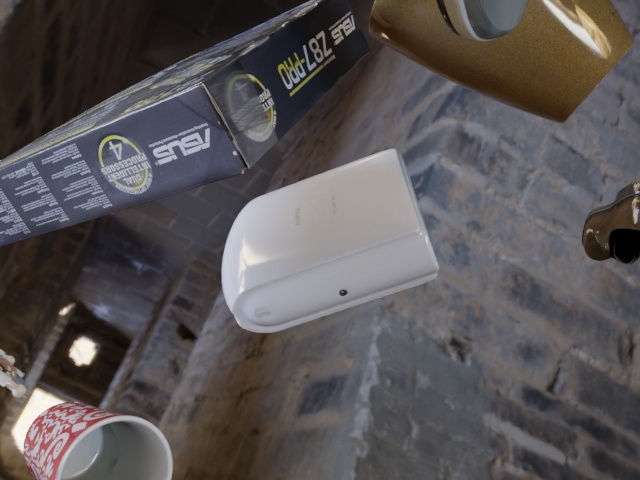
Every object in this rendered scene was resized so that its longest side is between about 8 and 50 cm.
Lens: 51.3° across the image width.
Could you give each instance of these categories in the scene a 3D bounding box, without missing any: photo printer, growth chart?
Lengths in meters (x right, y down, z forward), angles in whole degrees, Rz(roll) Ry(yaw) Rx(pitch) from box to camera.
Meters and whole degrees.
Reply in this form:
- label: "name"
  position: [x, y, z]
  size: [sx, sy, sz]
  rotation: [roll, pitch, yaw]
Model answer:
- label: "photo printer"
  position: [0.000, 0.000, 0.981]
  size: [0.307, 0.256, 0.107]
  rotation: [-19, 124, 10]
- label: "growth chart"
  position: [-0.454, 0.142, 0.879]
  size: [0.172, 0.021, 0.237]
  rotation: [44, 161, -19]

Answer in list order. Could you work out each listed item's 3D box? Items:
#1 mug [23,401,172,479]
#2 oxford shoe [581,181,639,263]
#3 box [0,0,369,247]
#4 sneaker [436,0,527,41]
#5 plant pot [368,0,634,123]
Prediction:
- label: "mug"
  position: [-0.239, 0.244, 0.691]
  size: [0.113, 0.150, 0.169]
  rotation: [-9, -177, -37]
- label: "oxford shoe"
  position: [0.457, -0.004, 1.035]
  size: [0.082, 0.096, 0.227]
  rotation: [17, 162, 9]
- label: "box"
  position: [-0.174, -0.142, 0.768]
  size: [0.394, 0.318, 0.097]
  rotation: [-13, 114, 33]
- label: "sneaker"
  position: [0.175, -0.255, 0.426]
  size: [0.178, 0.123, 0.296]
  rotation: [35, 142, 37]
- label: "plant pot"
  position: [0.227, -0.262, 0.793]
  size: [0.254, 0.237, 0.237]
  rotation: [43, 158, 8]
